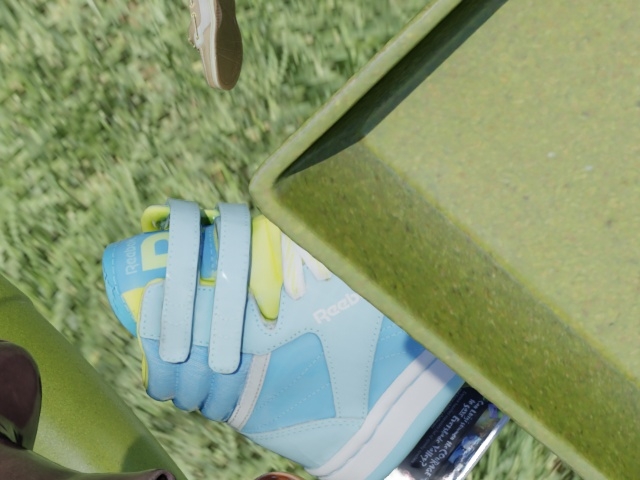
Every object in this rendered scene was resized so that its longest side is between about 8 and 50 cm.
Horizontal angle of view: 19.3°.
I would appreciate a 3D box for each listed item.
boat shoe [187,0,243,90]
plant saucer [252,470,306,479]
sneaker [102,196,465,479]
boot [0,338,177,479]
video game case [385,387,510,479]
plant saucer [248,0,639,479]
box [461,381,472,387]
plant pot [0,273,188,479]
[{"bbox_3d":[-0.112,-0.216,1.932,0.045,0.050,0.135,-12,74,33],"label":"boat shoe"},{"bbox_3d":[-0.024,0.198,1.275,0.083,0.013,0.083,0,90,39],"label":"plant saucer"},{"bbox_3d":[0.000,0.000,1.044,0.208,0.127,0.319,20,122,-16],"label":"sneaker"},{"bbox_3d":[-0.148,0.138,0.973,0.207,0.090,0.248,-14,38,35],"label":"boot"},{"bbox_3d":[0.093,0.168,1.910,0.173,0.022,0.190,37,87,9],"label":"video game case"},{"bbox_3d":[0.105,-0.031,0.521,0.188,0.045,0.188,-43,117,13],"label":"plant saucer"},{"bbox_3d":[0.241,0.086,1.765,0.232,0.058,0.087,-4,48,10],"label":"box"},{"bbox_3d":[-0.286,0.249,1.710,0.353,0.366,0.366,35,83,11],"label":"plant pot"}]
